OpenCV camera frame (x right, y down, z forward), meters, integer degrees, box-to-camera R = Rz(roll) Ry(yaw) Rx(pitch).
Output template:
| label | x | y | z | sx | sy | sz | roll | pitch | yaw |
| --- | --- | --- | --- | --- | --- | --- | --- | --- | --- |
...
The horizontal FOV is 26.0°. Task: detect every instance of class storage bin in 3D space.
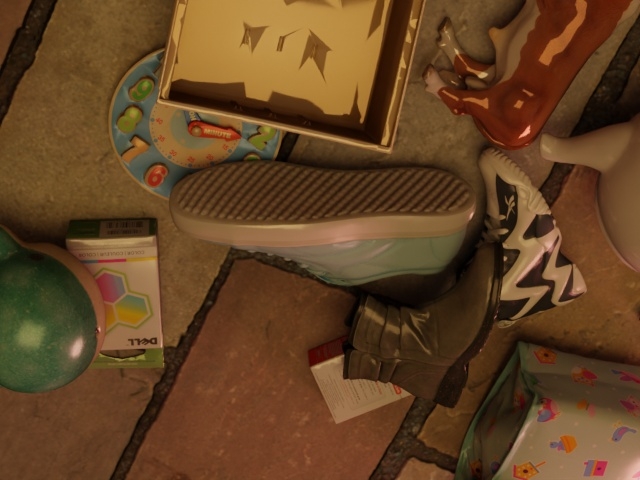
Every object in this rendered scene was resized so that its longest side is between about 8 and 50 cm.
| label | x | y | z | sx | sy | sz | roll | pitch | yaw |
| --- | --- | --- | --- | --- | --- | --- | --- | --- | --- |
| storage bin | -0.028 | -0.256 | 1.531 | 0.262 | 0.123 | 0.260 | 11 | 100 | -10 |

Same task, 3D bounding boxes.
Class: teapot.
| label | x | y | z | sx | sy | sz | roll | pitch | yaw |
| --- | --- | --- | --- | --- | --- | --- | --- | --- | --- |
| teapot | 0.422 | -0.041 | 1.655 | 0.252 | 0.187 | 0.256 | -11 | 80 | -39 |

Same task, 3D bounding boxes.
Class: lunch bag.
| label | x | y | z | sx | sy | sz | roll | pitch | yaw |
| --- | --- | --- | --- | --- | --- | --- | --- | --- | --- |
| lunch bag | 0.312 | 0.283 | 1.800 | 0.223 | 0.160 | 0.262 | 13 | 123 | -14 |

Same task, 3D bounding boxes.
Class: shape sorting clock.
| label | x | y | z | sx | sy | sz | roll | pitch | yaw |
| --- | --- | --- | --- | --- | --- | --- | --- | --- | --- |
| shape sorting clock | -0.147 | -0.135 | 1.637 | 0.206 | 0.040 | 0.206 | -2 | 113 | -4 |

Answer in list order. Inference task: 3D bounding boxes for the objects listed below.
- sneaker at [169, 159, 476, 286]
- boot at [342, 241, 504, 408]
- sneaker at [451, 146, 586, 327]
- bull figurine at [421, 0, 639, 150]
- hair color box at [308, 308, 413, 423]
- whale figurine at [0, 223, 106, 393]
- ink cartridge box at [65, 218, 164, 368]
| label | x | y | z | sx | sy | sz | roll | pitch | yaw |
| --- | --- | --- | --- | --- | --- | --- | --- | --- | --- |
| sneaker | 0.000 | 0.000 | 1.652 | 0.366 | 0.135 | 0.150 | 2 | 127 | -9 |
| boot | 0.117 | 0.093 | 1.659 | 0.161 | 0.083 | 0.246 | 16 | 123 | -3 |
| sneaker | 0.214 | 0.010 | 1.703 | 0.153 | 0.094 | 0.235 | -32 | 123 | -1 |
| bull figurine | 0.256 | -0.253 | 1.594 | 0.188 | 0.101 | 0.310 | 27 | 106 | -12 |
| hair color box | 0.078 | 0.159 | 1.778 | 0.167 | 0.053 | 0.093 | -21 | 112 | 5 |
| whale figurine | -0.391 | 0.087 | 1.628 | 0.272 | 0.141 | 0.216 | 13 | 117 | 16 |
| ink cartridge box | -0.251 | 0.079 | 1.707 | 0.109 | 0.062 | 0.209 | -2 | 114 | -5 |
